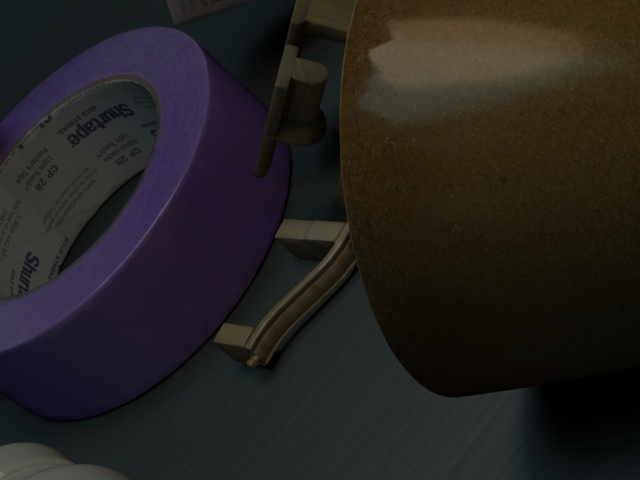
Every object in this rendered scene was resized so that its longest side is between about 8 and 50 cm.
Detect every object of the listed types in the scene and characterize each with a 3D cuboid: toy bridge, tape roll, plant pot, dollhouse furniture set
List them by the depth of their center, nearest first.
[{"bbox_3d":[0.173,-0.048,0.834,0.254,0.237,0.237,-4,53,29],"label":"plant pot"},{"bbox_3d":[0.041,-0.066,1.108,0.123,0.151,0.144,107,178,-57],"label":"dollhouse furniture set"},{"bbox_3d":[0.000,0.000,1.122,0.063,0.026,0.188,4,59,48],"label":"toy bridge"},{"bbox_3d":[-0.154,-0.015,1.249,0.275,0.090,0.275,-28,40,26],"label":"tape roll"}]

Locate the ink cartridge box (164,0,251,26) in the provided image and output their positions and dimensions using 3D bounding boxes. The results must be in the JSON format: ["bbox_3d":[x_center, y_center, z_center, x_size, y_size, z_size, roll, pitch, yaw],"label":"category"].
[{"bbox_3d":[-0.033,-0.257,1.240,0.203,0.148,0.086,-20,36,-3],"label":"ink cartridge box"}]

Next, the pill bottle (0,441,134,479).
[{"bbox_3d":[-0.125,0.195,0.976,0.131,0.131,0.229,-54,35,-8],"label":"pill bottle"}]
